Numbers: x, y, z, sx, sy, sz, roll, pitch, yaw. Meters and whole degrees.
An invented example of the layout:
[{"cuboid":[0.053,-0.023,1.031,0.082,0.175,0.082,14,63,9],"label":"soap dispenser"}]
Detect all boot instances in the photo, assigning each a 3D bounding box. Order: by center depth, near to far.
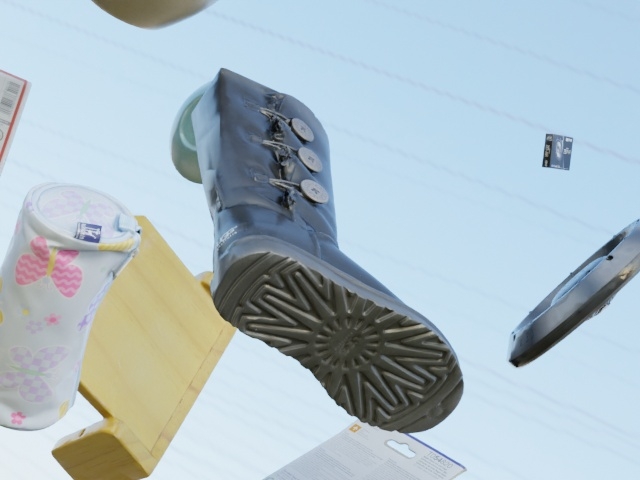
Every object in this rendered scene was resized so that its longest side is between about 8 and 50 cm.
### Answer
[{"cuboid":[-0.001,-0.001,1.442,0.367,0.146,0.445,40,17,-29],"label":"boot"}]

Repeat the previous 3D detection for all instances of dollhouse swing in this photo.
[{"cuboid":[-0.349,0.177,1.874,0.305,0.347,0.315,42,-39,-17],"label":"dollhouse swing"}]

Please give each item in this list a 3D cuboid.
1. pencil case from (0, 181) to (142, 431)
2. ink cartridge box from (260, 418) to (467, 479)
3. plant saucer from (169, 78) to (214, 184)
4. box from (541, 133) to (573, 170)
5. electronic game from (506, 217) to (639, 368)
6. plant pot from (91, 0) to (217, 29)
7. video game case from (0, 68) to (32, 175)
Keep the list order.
[{"cuboid":[-0.286,0.071,1.195,0.124,0.273,0.113,12,29,-30],"label":"pencil case"},{"cuboid":[0.054,0.346,1.573,0.223,0.224,0.045,23,-46,51],"label":"ink cartridge box"},{"cuboid":[-0.180,-0.189,1.867,0.195,0.195,0.037,15,-10,34],"label":"plant saucer"},{"cuboid":[0.463,-0.172,2.208,0.018,0.067,0.083,9,4,39],"label":"box"},{"cuboid":[0.286,0.055,1.203,0.048,0.229,0.229,48,-26,5],"label":"electronic game"},{"cuboid":[-0.241,-0.416,1.616,0.284,0.284,0.191,34,-65,1],"label":"plant pot"},{"cuboid":[-0.599,-0.211,1.705,0.285,0.204,0.025,23,-31,-22],"label":"video game case"}]
